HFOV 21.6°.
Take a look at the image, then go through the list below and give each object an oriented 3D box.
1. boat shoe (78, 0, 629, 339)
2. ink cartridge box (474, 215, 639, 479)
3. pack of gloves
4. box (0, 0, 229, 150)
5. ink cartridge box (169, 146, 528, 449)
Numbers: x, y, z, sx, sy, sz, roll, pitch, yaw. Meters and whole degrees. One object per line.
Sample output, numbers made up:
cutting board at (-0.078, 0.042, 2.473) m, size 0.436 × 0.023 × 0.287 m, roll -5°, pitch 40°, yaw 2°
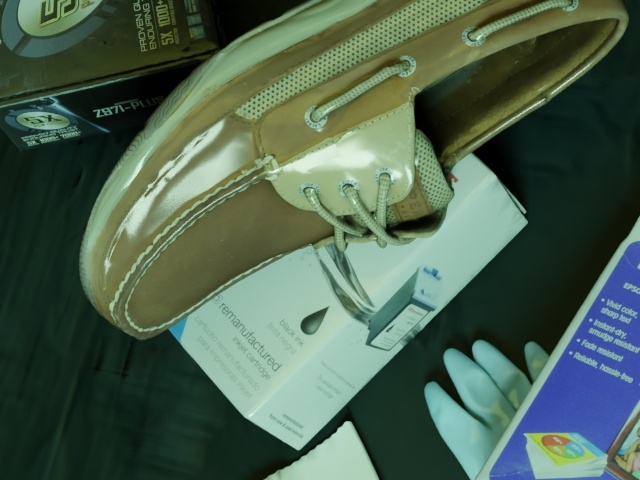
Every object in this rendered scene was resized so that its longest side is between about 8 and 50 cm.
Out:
boat shoe at (0.017, -0.054, 0.857) m, size 0.324 × 0.123 × 0.116 m, roll -41°, pitch 64°, yaw 4°
ink cartridge box at (0.218, 0.091, 0.849) m, size 0.206 × 0.045 × 0.208 m, roll 26°, pitch 74°, yaw 27°
pack of gloves at (0.081, 0.171, 0.882) m, size 0.195 × 0.046 × 0.232 m, roll -38°, pitch 62°, yaw 7°
box at (-0.140, -0.165, 1.048) m, size 0.147 × 0.077 × 0.180 m, roll -11°, pitch 72°, yaw 4°
ink cartridge box at (0.000, 0.000, 0.956) m, size 0.191 × 0.082 × 0.139 m, roll -46°, pitch 61°, yaw 2°
